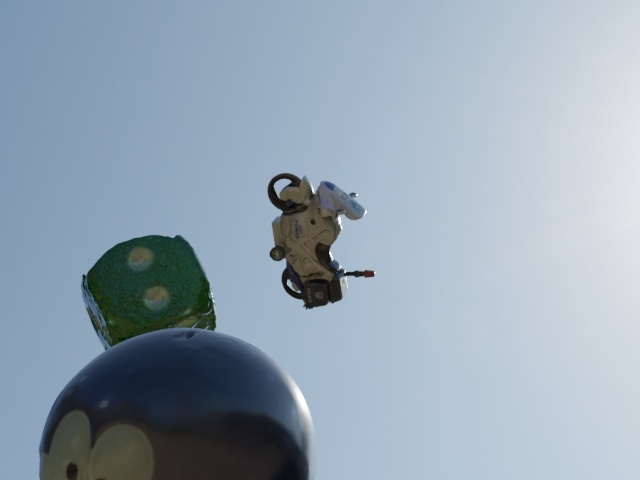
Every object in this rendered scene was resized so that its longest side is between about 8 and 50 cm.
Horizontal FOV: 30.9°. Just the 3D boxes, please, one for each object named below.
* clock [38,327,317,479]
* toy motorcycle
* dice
[{"bbox_3d":[-0.073,0.162,0.677,0.199,0.146,0.243,8,-49,24],"label":"clock"},{"bbox_3d":[0.000,0.000,1.777,0.150,0.102,0.221,-2,-69,16],"label":"toy motorcycle"},{"bbox_3d":[-0.195,0.074,1.332,0.131,0.120,0.128,-22,-24,-20],"label":"dice"}]
